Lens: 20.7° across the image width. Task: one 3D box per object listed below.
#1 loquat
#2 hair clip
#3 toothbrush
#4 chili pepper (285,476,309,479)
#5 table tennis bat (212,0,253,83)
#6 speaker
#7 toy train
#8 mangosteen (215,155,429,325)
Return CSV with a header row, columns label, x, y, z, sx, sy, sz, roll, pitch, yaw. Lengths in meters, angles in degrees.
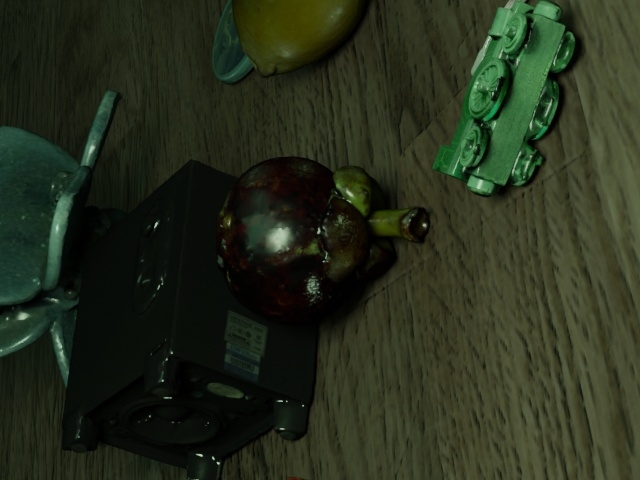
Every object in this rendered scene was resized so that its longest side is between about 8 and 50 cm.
label,x,y,z,sx,sy,sz,roll,pitch,yaw
loquat,-0.023,-0.264,1.877,0.195,0.152,0.152,-55,30,12
hair clip,-0.358,0.003,2.051,0.392,0.238,0.318,87,-171,-48
toothbrush,0.190,-0.240,1.607,0.017,0.022,0.204,38,105,48
chili pepper,0.006,0.347,1.383,0.305,0.229,0.251,-112,9,-68
table tennis bat,-0.073,-0.259,2.079,0.237,0.038,0.149,6,77,65
speaker,-0.135,0.094,1.793,0.232,0.184,0.254,-36,41,46
toy train,0.163,-0.125,1.532,0.104,0.071,0.178,-152,82,-73
mangosteen,-0.011,-0.002,1.663,0.172,0.184,0.172,44,141,51
